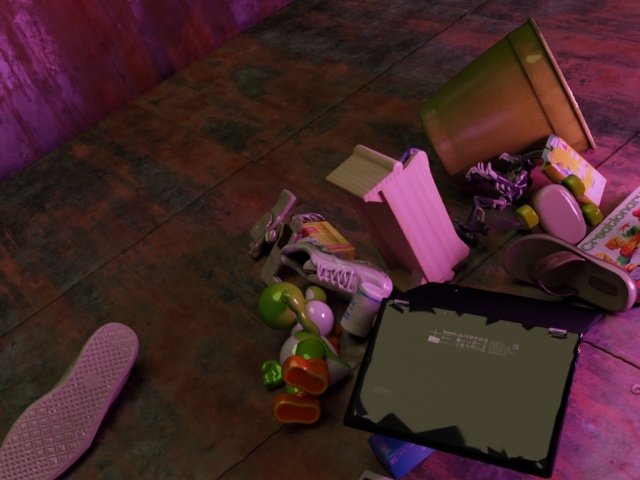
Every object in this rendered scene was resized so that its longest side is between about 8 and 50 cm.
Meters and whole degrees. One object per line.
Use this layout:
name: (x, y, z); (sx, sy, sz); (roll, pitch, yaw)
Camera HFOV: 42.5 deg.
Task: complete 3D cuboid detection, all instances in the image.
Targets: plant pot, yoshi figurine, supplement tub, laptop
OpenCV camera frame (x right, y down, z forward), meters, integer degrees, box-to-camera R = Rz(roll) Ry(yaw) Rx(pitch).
plant pot: (0.454, -0.315, 2.092); (0.353, 0.366, 0.366); (-27, 33, 18)
yoshi figurine: (-0.067, 0.214, 1.794); (0.203, 0.203, 0.362); (-24, 28, 15)
supplement tub: (0.097, 0.153, 1.836); (0.107, 0.071, 0.071); (-63, 35, 13)
laptop: (0.309, 0.238, 1.585); (0.382, 0.236, 0.408); (8, 65, 27)

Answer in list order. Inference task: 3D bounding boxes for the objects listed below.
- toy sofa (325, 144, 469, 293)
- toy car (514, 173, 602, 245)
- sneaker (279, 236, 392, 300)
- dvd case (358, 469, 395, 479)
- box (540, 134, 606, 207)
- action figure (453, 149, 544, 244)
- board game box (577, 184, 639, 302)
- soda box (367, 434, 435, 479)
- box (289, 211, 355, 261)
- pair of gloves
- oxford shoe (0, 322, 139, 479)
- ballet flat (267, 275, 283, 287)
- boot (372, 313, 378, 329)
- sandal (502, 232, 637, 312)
toy sofa: (0.179, -0.049, 1.845); (0.177, 0.362, 0.150); (-42, 38, -13)
toy car: (0.513, -0.057, 1.866); (0.155, 0.149, 0.188); (-33, 7, -4)
sneaker: (0.030, 0.078, 1.927); (0.292, 0.110, 0.118); (23, 10, 29)
dvd case: (0.094, 0.524, 1.429); (0.179, 0.029, 0.239); (9, 47, 37)
box: (0.583, -0.159, 1.921); (0.043, 0.179, 0.105); (-36, 17, 48)
action figure: (0.412, -0.131, 1.958); (0.141, 0.164, 0.276); (39, 83, 7)
board game box: (0.692, -0.004, 1.753); (0.305, 0.053, 0.193); (-40, 37, -21)
soda box: (0.196, 0.353, 1.556); (0.210, 0.071, 0.067); (-34, 37, -14)
box: (0.000, 0.000, 2.125); (0.087, 0.058, 0.232); (-5, 28, -24)
pair of gloves: (-0.121, -0.015, 2.169); (0.204, 0.042, 0.240); (-54, 31, 16)
oxford shoe: (-0.579, 0.393, 1.923); (0.449, 0.169, 0.130); (-58, 3, -29)
ballet flat: (-0.105, 0.127, 1.986); (0.052, 0.168, 0.057); (-40, 78, -6)
boot: (0.217, 0.233, 1.720); (0.207, 0.090, 0.248); (-6, 33, 2)
sandal: (0.501, 0.067, 1.700); (0.086, 0.120, 0.303); (-19, 28, -38)
